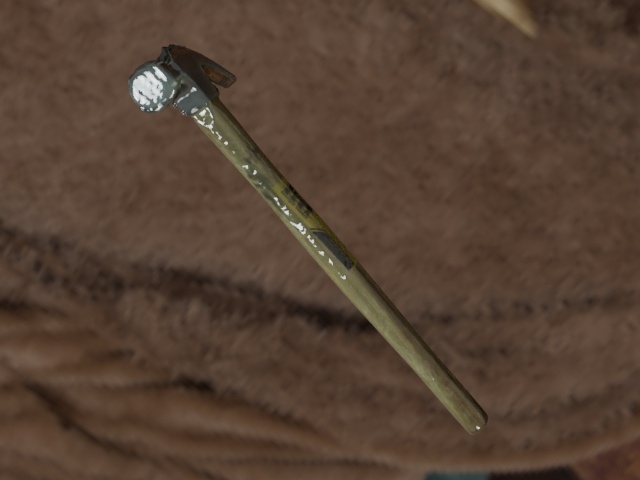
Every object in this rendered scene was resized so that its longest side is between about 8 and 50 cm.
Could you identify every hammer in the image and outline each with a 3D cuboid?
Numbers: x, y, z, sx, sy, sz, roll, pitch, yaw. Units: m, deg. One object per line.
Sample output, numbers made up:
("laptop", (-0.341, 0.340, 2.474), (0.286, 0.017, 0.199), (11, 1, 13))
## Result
("hammer", (0.000, 0.000, 0.720), (0.182, 0.017, 0.062), (49, 18, -7))
